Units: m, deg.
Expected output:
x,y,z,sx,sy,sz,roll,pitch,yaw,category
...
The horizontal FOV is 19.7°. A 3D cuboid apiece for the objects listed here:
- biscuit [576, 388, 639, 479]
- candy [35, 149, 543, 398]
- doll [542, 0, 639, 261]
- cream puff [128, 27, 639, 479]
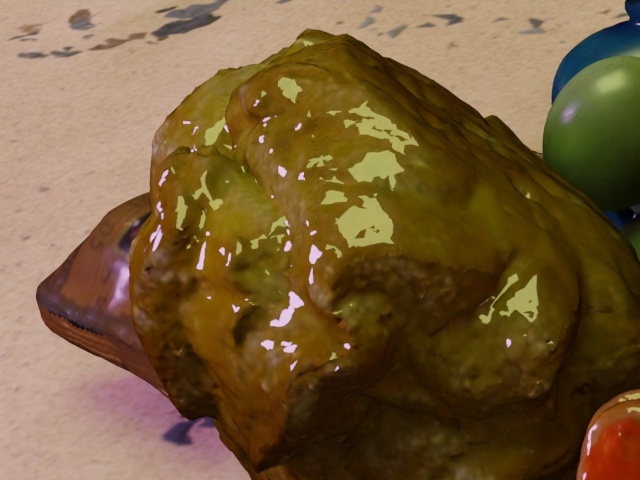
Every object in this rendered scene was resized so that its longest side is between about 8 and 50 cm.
x,y,z,sx,sy,sz,roll,pitch,yaw,category
0.213,0.098,0.618,0.250,0.165,0.036,-13,2,8,biscuit
0.000,0.000,0.955,0.271,0.101,0.143,-26,29,-28,candy
0.249,-0.100,0.913,0.322,0.198,0.186,-25,19,-1,doll
0.033,0.022,0.774,0.196,0.244,0.244,-27,29,5,cream puff
